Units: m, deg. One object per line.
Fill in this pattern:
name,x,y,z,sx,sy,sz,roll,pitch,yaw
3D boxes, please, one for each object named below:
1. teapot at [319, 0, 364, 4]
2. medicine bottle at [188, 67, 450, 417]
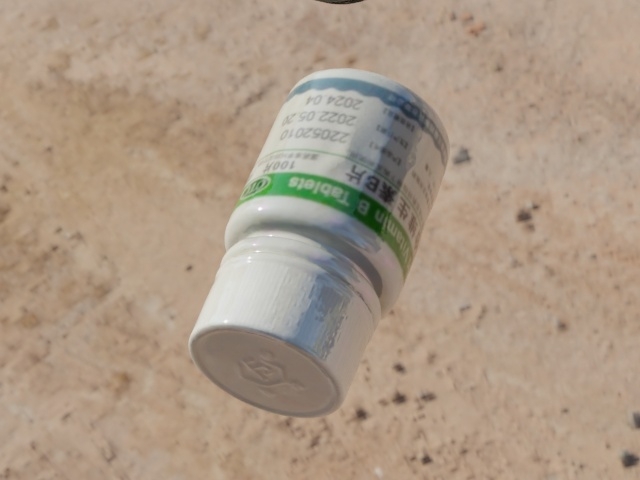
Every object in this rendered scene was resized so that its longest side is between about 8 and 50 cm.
teapot,0.025,-0.198,0.807,0.092,0.091,0.124,17,101,20
medicine bottle,0.000,0.000,1.006,0.139,0.139,0.237,6,52,25
